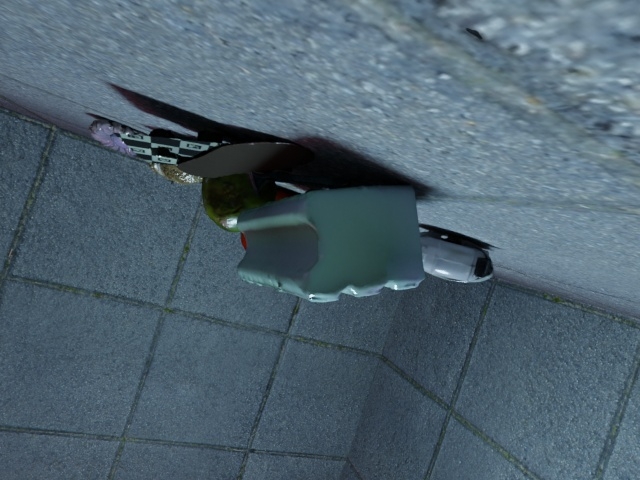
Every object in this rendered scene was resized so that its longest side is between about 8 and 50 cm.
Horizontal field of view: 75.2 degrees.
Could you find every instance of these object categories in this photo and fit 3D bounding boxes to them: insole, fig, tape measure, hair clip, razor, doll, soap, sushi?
[{"bbox_3d":[-0.143,-0.132,0.701,0.327,0.007,0.111,0,167,43],"label":"insole"},{"bbox_3d":[-0.166,-0.108,0.962,0.167,0.167,0.233,19,-162,31],"label":"fig"},{"bbox_3d":[0.337,0.046,1.093,0.235,0.121,0.197,14,-173,3],"label":"tape measure"},{"bbox_3d":[-0.618,-0.309,1.252,0.172,0.069,0.300,18,-179,-42],"label":"hair clip"},{"bbox_3d":[-0.037,-0.111,0.762,0.189,0.033,0.066,4,139,16],"label":"razor"},{"bbox_3d":[-0.316,-0.186,0.967,0.221,0.105,0.115,10,133,42],"label":"doll"},{"bbox_3d":[0.000,0.000,0.771,0.261,0.156,0.446,-6,-178,-25],"label":"soap"},{"bbox_3d":[-0.185,-0.163,0.723,0.279,0.043,0.192,4,175,-6],"label":"sushi"}]

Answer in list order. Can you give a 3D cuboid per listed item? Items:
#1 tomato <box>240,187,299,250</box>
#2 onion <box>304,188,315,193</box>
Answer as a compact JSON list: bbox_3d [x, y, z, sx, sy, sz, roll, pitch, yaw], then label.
[{"bbox_3d":[-0.149,-0.058,1.517,0.298,0.298,0.227,18,-139,-33],"label":"tomato"},{"bbox_3d":[0.018,-0.051,1.137,0.271,0.195,0.272,-14,-165,4],"label":"onion"}]
